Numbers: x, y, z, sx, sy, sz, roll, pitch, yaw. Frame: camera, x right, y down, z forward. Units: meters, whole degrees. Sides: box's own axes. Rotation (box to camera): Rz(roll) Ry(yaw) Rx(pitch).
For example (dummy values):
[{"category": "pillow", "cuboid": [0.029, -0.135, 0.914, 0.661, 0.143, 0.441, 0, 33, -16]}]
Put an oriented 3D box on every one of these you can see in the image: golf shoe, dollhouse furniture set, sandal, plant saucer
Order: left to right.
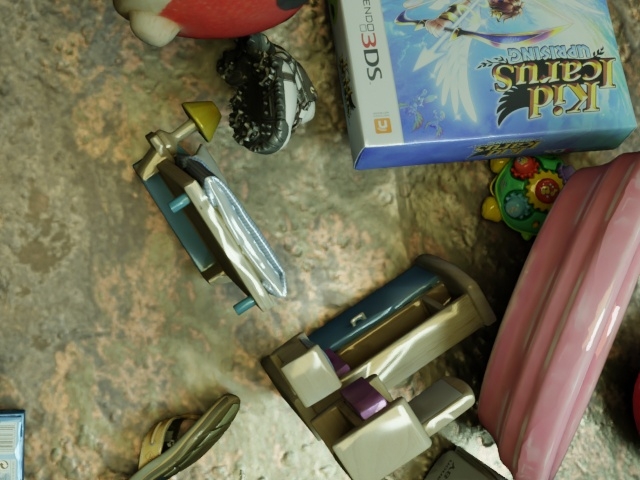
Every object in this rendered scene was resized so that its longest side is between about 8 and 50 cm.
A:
[{"category": "sandal", "cuboid": [-0.153, 0.203, 1.075, 0.180, 0.072, 0.049, -40, 75, -4]}, {"category": "golf shoe", "cuboid": [-0.035, -0.132, 1.033, 0.094, 0.198, 0.077, 29, 116, -26]}, {"category": "dollhouse furniture set", "cuboid": [0.000, 0.000, 0.984, 0.198, 0.286, 0.303, -34, 107, -8]}, {"category": "plant saucer", "cuboid": [0.229, 0.064, 1.026, 0.084, 0.332, 0.332, 22, 86, 17]}]

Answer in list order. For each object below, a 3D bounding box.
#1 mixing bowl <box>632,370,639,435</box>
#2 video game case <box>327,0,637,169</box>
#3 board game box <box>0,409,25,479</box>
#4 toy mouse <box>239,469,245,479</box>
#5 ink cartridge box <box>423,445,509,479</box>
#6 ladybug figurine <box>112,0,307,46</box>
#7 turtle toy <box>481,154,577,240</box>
[{"category": "mixing bowl", "cuboid": [0.390, 0.166, 1.148, 0.182, 0.098, 0.181, 0, 90, -11]}, {"category": "video game case", "cuboid": [0.149, -0.200, 1.090, 0.270, 0.061, 0.244, -5, 74, -10]}, {"category": "board game box", "cuboid": [-0.384, 0.238, 1.041, 0.212, 0.039, 0.160, 1, 90, -11]}, {"category": "toy mouse", "cuboid": [-0.102, 0.330, 1.095, 0.143, 0.031, 0.161, -27, 95, -9]}, {"category": "ink cartridge box", "cuboid": [0.219, 0.427, 1.086, 0.385, 0.160, 0.279, 36, 85, -9]}, {"category": "ladybug figurine", "cuboid": [-0.024, -0.348, 0.978, 0.162, 0.305, 0.449, 32, 82, -18]}, {"category": "turtle toy", "cuboid": [0.221, -0.064, 1.134, 0.095, 0.066, 0.130, 11, 88, -10]}]
